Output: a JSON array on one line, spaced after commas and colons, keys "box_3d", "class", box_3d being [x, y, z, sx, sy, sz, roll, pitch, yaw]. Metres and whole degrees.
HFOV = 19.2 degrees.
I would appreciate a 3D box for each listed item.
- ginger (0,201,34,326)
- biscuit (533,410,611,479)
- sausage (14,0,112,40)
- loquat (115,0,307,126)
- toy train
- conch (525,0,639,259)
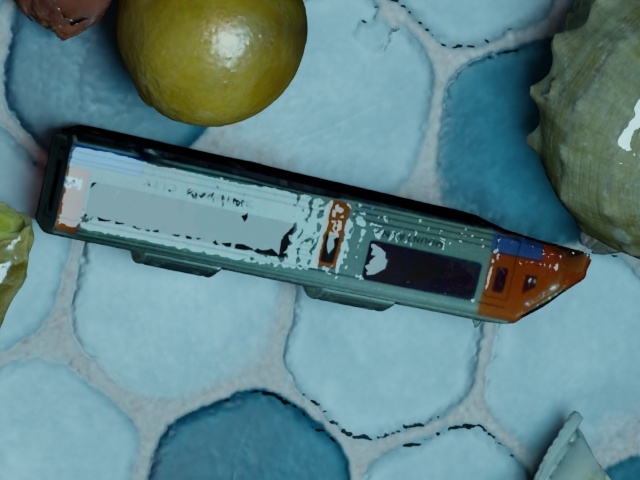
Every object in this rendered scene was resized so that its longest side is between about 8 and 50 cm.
[{"box_3d": [-0.264, 0.072, 1.296, 0.115, 0.081, 0.205, 6, 94, -30], "class": "ginger"}, {"box_3d": [0.244, 0.297, 1.481, 0.309, 0.079, 0.186, 46, 64, -15], "class": "biscuit"}, {"box_3d": [-0.164, -0.209, 1.305, 0.076, 0.076, 0.141, 25, 88, -19], "class": "sausage"}, {"box_3d": [-0.075, -0.146, 1.310, 0.141, 0.141, 0.141, -2, 97, -18], "class": "loquat"}, {"box_3d": [0.000, 0.000, 1.373, 0.409, 0.086, 0.089, 13, 93, -19], "class": "toy train"}, {"box_3d": [0.293, -0.062, 1.411, 0.263, 0.186, 0.324, -17, 75, -28], "class": "conch"}]
